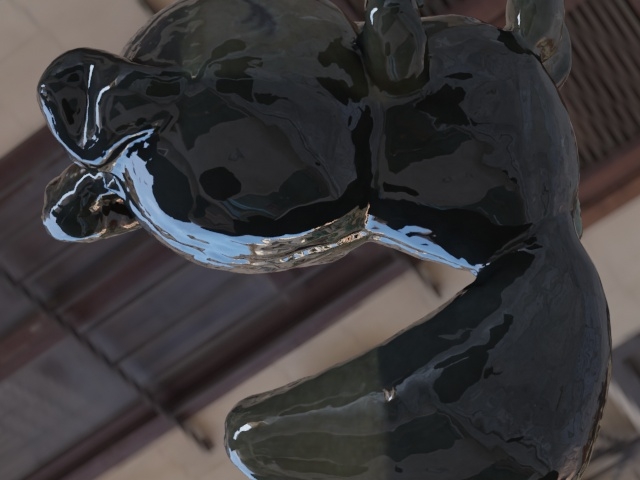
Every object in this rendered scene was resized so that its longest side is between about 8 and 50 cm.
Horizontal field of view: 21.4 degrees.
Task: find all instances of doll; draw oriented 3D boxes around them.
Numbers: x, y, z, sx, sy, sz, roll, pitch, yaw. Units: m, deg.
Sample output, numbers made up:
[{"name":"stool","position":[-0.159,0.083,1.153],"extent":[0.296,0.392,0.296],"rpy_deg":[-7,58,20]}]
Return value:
[{"name":"doll","position":[0.000,-0.013,1.096],"extent":[0.252,0.382,0.378],"rpy_deg":[87,176,-57]}]
